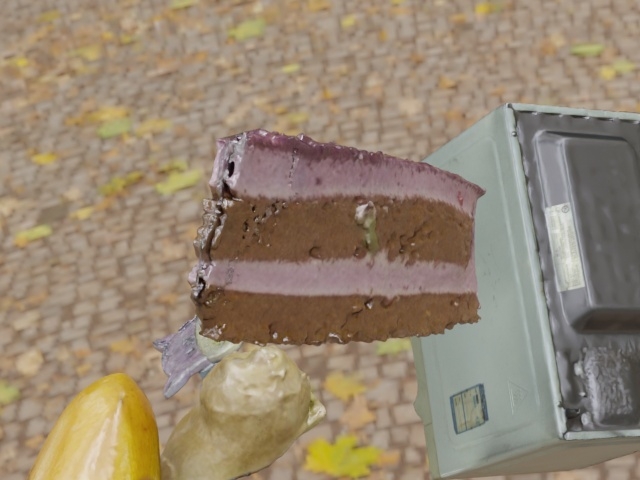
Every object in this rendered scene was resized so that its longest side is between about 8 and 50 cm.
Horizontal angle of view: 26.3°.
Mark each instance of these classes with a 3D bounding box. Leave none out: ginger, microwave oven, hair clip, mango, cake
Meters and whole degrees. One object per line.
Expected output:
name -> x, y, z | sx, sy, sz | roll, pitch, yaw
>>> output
ginger -> -0.098, 0.173, 1.343 | 0.193, 0.122, 0.115 | -31, 38, -5
microwave oven -> 0.247, 0.063, 1.485 | 0.219, 0.354, 0.286 | 2, -20, -28
hair clip -> -0.153, 0.149, 1.848 | 0.146, 0.056, 0.187 | -34, 38, 3
mango -> -0.218, 0.253, 1.283 | 0.138, 0.187, 0.257 | 8, 61, 5
cake -> 0.000, 0.000, 0.816 | 0.113, 0.115, 0.295 | 9, 2, 26
